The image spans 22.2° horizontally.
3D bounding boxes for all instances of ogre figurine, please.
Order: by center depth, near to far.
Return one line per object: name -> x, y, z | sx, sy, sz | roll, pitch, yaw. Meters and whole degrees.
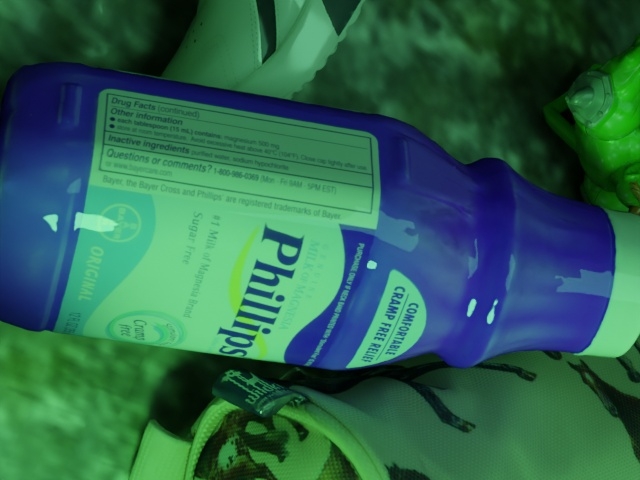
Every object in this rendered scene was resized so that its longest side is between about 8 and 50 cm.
ogre figurine -> 0.196, -0.071, 0.921 | 0.118, 0.197, 0.096 | -30, 80, -2

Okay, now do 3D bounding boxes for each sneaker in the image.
sneaker -> -0.034, -0.166, 0.726 | 0.153, 0.094, 0.235 | 40, 95, -19

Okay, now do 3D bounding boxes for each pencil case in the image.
pencil case -> 0.112, 0.103, 0.847 | 0.410, 0.183, 0.160 | -14, 138, -42

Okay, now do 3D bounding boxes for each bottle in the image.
bottle -> 0.000, 0.000, 0.696 | 0.283, 0.118, 0.092 | 9, 49, -13
